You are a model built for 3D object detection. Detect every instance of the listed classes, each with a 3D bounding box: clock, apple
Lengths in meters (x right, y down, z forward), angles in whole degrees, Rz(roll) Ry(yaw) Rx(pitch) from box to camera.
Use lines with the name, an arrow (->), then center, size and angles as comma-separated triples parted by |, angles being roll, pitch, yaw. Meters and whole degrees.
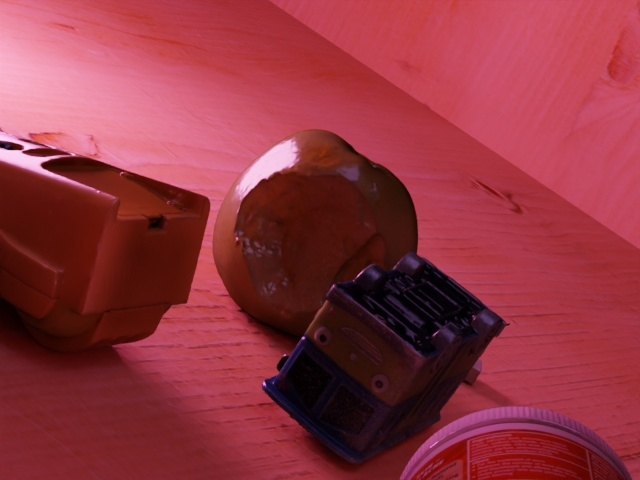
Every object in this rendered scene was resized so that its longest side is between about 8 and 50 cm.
clock -> -0.315, -0.016, 2.018 | 0.317, 0.200, 0.244 | 27, 11, 25
apple -> 0.000, 0.000, 2.379 | 0.279, 0.279, 0.279 | 26, 16, -8

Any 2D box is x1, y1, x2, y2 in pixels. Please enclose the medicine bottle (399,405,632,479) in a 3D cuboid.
medicine bottle -> 0.185, 0.310, 1.683 | 0.252, 0.252, 0.241 | 28, 16, -3

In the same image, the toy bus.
toy bus -> 0.083, 0.135, 2.165 | 0.152, 0.190, 0.312 | 39, 18, 15

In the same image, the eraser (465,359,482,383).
eraser -> 0.167, 0.157, 2.541 | 0.122, 0.029, 0.052 | 27, 16, -1

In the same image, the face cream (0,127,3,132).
face cream -> -0.466, -0.136, 2.313 | 0.144, 0.071, 0.291 | 18, 19, -33
